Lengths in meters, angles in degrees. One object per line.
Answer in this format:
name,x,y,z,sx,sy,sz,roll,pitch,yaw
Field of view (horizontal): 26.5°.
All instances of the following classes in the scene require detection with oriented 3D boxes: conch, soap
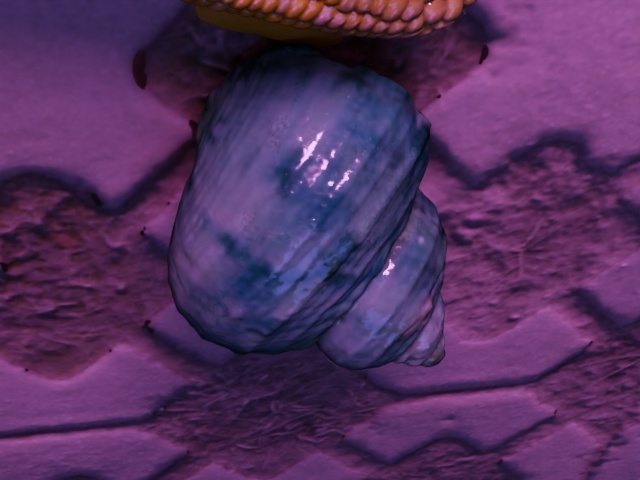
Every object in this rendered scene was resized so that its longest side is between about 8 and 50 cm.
conch,0.002,0.003,0.795,0.196,0.134,0.202,-22,145,40
soap,-0.024,-0.118,0.718,0.089,0.012,0.034,10,143,-29

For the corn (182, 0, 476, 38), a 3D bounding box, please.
corn,-0.049,-0.147,0.584,0.291,0.101,0.101,8,143,-29
